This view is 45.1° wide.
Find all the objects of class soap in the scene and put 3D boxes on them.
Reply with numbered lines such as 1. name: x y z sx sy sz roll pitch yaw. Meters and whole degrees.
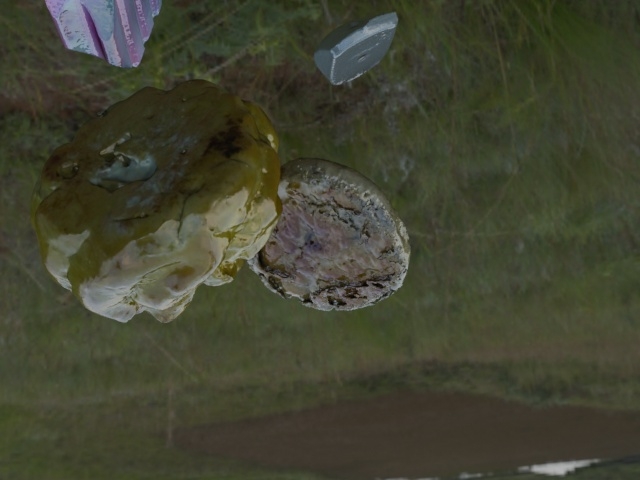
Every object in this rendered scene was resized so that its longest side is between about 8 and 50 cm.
1. soap: -0.171 -0.196 0.616 0.056 0.100 0.149 15 166 -3

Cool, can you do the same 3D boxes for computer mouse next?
1. computer mouse: 0.052 -0.326 1.272 0.128 0.079 0.231 -31 180 -8

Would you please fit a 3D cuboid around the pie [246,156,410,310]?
1. pie: 0.000 0.000 1.117 0.274 0.055 0.274 12 130 14

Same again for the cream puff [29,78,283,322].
1. cream puff: -0.188 -0.029 0.996 0.291 0.324 0.257 30 155 31
